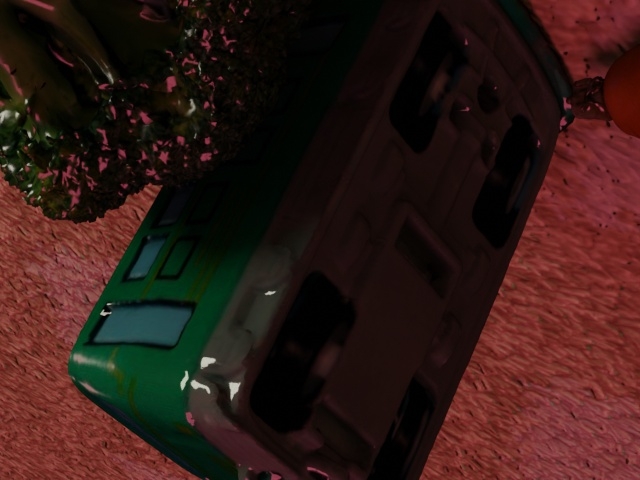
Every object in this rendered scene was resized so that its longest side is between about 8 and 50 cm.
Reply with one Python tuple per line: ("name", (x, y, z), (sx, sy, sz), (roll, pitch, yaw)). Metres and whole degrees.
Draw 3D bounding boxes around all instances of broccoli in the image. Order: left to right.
("broccoli", (-0.133, -0.157, 0.715), (0.297, 0.297, 0.297), (7, 165, -42))

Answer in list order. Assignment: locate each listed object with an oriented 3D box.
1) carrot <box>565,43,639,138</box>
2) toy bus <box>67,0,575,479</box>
("carrot", (0.294, -0.098, 0.745), (0.336, 0.069, 0.069), (-5, 139, 34))
("toy bus", (0.000, 0.000, 0.832), (0.199, 0.343, 0.183), (4, 147, 43))
